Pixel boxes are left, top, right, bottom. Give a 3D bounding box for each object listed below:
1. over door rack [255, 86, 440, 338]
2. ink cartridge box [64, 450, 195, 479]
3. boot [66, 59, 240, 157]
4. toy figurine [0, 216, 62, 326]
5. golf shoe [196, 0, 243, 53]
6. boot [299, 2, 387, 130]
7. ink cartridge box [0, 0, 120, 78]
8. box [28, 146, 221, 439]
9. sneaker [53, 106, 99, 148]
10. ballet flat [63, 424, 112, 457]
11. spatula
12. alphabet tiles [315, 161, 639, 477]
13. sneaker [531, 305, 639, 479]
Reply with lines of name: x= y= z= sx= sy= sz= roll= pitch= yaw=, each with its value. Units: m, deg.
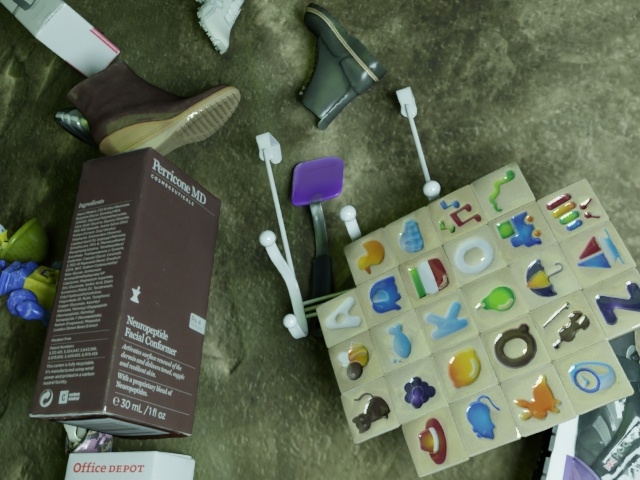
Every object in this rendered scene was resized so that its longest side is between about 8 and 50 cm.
over door rack: x=0.039 y=-0.054 z=0.946 sx=0.239 sy=0.108 sz=0.324 roll=-16 pitch=62 yaw=10
ink cartridge box: x=-0.265 y=0.393 z=0.934 sx=0.160 sy=0.092 sz=0.219 roll=-10 pitch=63 yaw=24
boot: x=-0.285 y=-0.243 z=1.201 sx=0.248 sy=0.090 sz=0.207 roll=-35 pitch=70 yaw=-10
toy figurine: x=-0.465 y=0.099 z=1.169 sx=0.191 sy=0.217 sz=0.362 roll=-63 pitch=10 yaw=7
golf shoe: x=-0.178 y=-0.421 z=1.293 sx=0.086 sy=0.069 sz=0.176 roll=-21 pitch=60 yaw=12
boot: x=-0.003 y=-0.281 z=1.127 sx=0.137 sy=0.077 sz=0.198 roll=-45 pitch=53 yaw=10
ink cartridge box: x=-0.532 y=-0.438 z=1.436 sx=0.092 sy=0.158 sz=0.218 roll=-48 pitch=54 yaw=2
box: x=-0.266 y=0.081 z=1.026 sx=0.143 sy=0.191 sz=0.381 roll=-10 pitch=64 yaw=25
sneaker: x=-0.377 y=-0.238 z=1.312 sx=0.228 sy=0.086 sz=0.132 roll=18 pitch=71 yaw=23
ballet flat: x=-0.354 y=0.226 z=1.071 sx=0.077 sy=0.079 sz=0.221 roll=-19 pitch=59 yaw=21
spatula: x=0.000 y=0.000 z=1.013 sx=0.084 sy=0.030 sz=0.296 roll=-12 pitch=62 yaw=18
alphabet tiles: x=0.162 y=0.078 z=0.768 sx=0.342 sy=0.011 sz=0.285 roll=-27 pitch=59 yaw=15
sneaker: x=0.306 y=0.186 z=0.732 sx=0.124 sy=0.107 sz=0.283 roll=17 pitch=77 yaw=15
